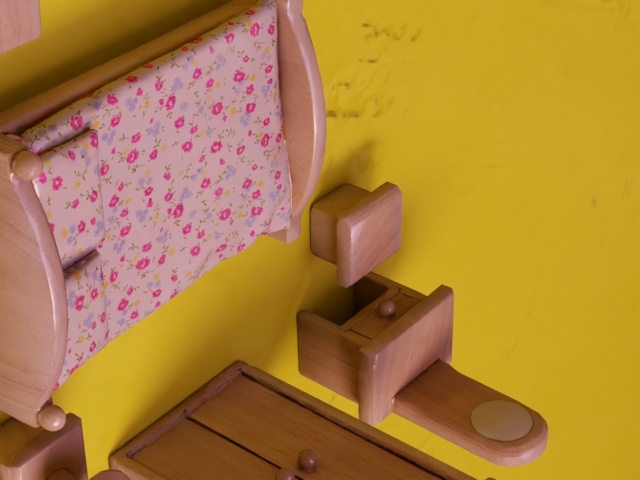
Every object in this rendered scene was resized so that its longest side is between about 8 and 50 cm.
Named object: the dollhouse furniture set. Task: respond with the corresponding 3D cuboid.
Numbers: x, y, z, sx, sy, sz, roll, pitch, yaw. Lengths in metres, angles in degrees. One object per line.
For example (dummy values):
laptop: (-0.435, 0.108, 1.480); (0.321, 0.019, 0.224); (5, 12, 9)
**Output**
dollhouse furniture set: (0.000, 0.000, 0.762); (0.303, 0.174, 0.356); (-35, 137, -40)
